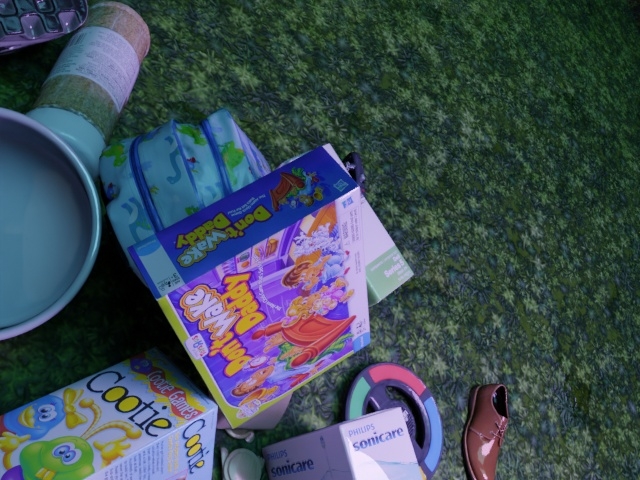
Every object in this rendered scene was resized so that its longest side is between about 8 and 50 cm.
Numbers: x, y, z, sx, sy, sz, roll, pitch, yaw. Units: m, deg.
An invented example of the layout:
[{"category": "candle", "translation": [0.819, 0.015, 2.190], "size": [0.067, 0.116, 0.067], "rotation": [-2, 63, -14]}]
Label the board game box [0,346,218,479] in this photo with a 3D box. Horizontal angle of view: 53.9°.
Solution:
[{"category": "board game box", "translation": [-0.279, 0.268, 0.755], "size": [0.142, 0.145, 0.275], "rotation": [33, 37, 34]}]

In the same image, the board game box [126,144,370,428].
[{"category": "board game box", "translation": [-0.060, 0.078, 0.770], "size": [0.233, 0.347, 0.078], "rotation": [-30, 56, -14]}]

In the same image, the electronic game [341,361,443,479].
[{"category": "electronic game", "translation": [0.134, 0.332, 1.132], "size": [0.229, 0.048, 0.230], "rotation": [17, 58, -29]}]

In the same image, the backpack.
[{"category": "backpack", "translation": [-0.157, -0.029, 0.868], "size": [0.355, 0.273, 0.290], "rotation": [25, 46, -62]}]

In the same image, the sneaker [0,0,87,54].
[{"category": "sneaker", "translation": [-0.521, -0.314, 0.910], "size": [0.330, 0.146, 0.123], "rotation": [-16, 95, -43]}]

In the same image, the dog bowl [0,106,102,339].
[{"category": "dog bowl", "translation": [-0.393, -0.016, 0.733], "size": [0.264, 0.104, 0.265], "rotation": [2, 85, -18]}]

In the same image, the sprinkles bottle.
[{"category": "sprinkles bottle", "translation": [-0.354, -0.230, 0.960], "size": [0.121, 0.121, 0.356], "rotation": [26, 42, -24]}]

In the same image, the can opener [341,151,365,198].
[{"category": "can opener", "translation": [0.074, -0.098, 1.301], "size": [0.073, 0.059, 0.186], "rotation": [14, 59, -32]}]

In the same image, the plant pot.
[{"category": "plant pot", "translation": [-0.101, 0.218, 0.963], "size": [0.109, 0.096, 0.109], "rotation": [14, 46, -34]}]

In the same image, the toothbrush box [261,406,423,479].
[{"category": "toothbrush box", "translation": [0.050, 0.416, 0.913], "size": [0.126, 0.216, 0.296], "rotation": [-4, 69, -39]}]

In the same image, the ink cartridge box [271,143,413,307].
[{"category": "ink cartridge box", "translation": [0.000, 0.000, 1.100], "size": [0.114, 0.198, 0.273], "rotation": [-30, 88, -43]}]

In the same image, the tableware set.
[{"category": "tableware set", "translation": [-0.158, 0.303, 0.946], "size": [0.168, 0.020, 0.141], "rotation": [19, 55, -27]}]

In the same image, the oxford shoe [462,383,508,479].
[{"category": "oxford shoe", "translation": [0.332, 0.379, 1.241], "size": [0.076, 0.076, 0.212], "rotation": [28, 55, -25]}]
